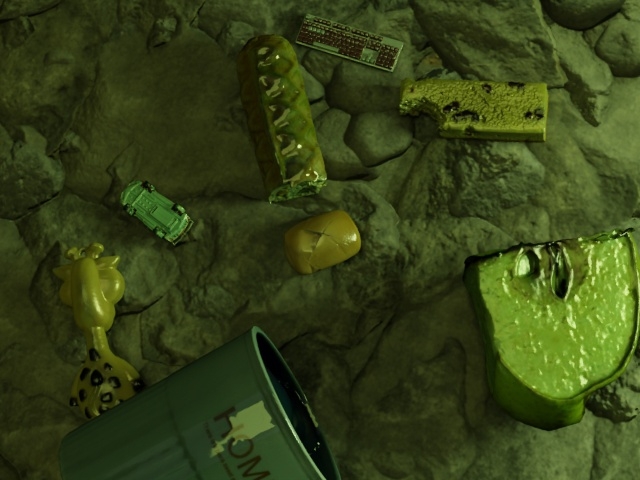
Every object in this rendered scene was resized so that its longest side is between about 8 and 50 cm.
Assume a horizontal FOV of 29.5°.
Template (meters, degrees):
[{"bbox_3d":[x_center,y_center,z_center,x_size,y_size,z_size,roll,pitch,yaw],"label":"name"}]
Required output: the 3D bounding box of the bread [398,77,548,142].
[{"bbox_3d":[0.227,-0.197,1.822,0.226,0.049,0.088,3,76,11],"label":"bread"}]

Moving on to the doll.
[{"bbox_3d":[-0.331,0.146,1.806,0.117,0.086,0.291,-13,76,1],"label":"doll"}]

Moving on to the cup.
[{"bbox_3d":[-0.151,0.324,1.671,0.311,0.331,0.256,-28,39,3],"label":"cup"}]

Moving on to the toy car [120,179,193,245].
[{"bbox_3d":[-0.256,-0.046,1.870,0.122,0.035,0.059,35,83,25],"label":"toy car"}]

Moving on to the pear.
[{"bbox_3d":[0.334,0.124,1.667,0.238,0.164,0.255,-12,79,-4],"label":"pear"}]

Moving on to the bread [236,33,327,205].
[{"bbox_3d":[-0.063,-0.191,1.850,0.087,0.098,0.269,-2,70,-35],"label":"bread"}]

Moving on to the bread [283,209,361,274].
[{"bbox_3d":[0.000,0.000,1.804,0.115,0.056,0.082,-20,74,4],"label":"bread"}]

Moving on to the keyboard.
[{"bbox_3d":[0.045,-0.312,1.899,0.166,0.017,0.055,19,79,14],"label":"keyboard"}]
